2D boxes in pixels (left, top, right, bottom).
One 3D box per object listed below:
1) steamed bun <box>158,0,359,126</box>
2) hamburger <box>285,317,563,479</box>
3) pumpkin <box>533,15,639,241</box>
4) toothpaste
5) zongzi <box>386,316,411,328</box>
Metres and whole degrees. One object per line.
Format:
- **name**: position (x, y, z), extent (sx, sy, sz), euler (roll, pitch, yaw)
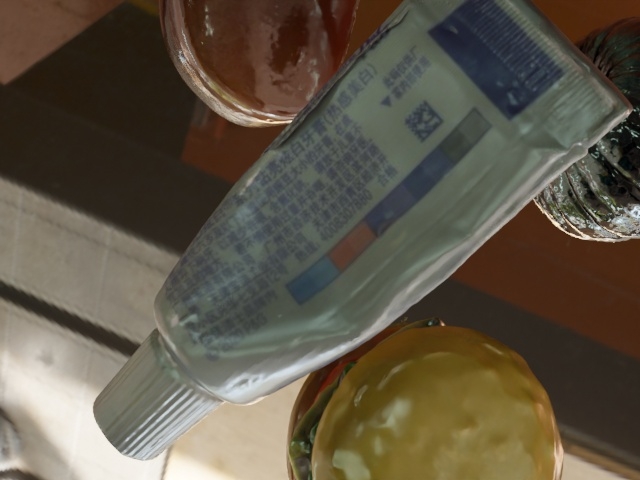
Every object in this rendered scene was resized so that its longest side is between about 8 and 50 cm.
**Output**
- **steamed bun**: position (-0.087, -0.346, 1.431), extent (0.248, 0.235, 0.379), euler (12, 93, -15)
- **hamburger**: position (0.057, 0.126, 0.615), extent (0.162, 0.162, 0.115), euler (48, 163, -12)
- **pumpkin**: position (0.256, -0.091, 0.890), extent (0.140, 0.202, 0.202), euler (29, 132, -26)
- **toothpaste**: position (-0.001, -0.001, 0.492), extent (0.282, 0.068, 0.099), euler (-44, 95, 14)
- **zongzi**: position (0.105, 0.163, 1.245), extent (0.062, 0.154, 0.130), euler (-15, 108, -9)
